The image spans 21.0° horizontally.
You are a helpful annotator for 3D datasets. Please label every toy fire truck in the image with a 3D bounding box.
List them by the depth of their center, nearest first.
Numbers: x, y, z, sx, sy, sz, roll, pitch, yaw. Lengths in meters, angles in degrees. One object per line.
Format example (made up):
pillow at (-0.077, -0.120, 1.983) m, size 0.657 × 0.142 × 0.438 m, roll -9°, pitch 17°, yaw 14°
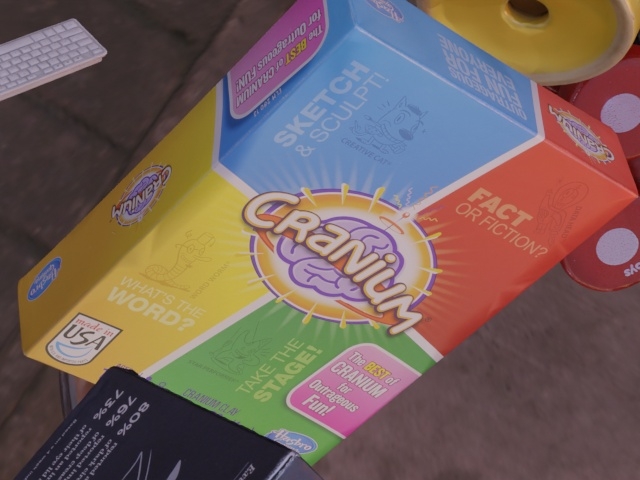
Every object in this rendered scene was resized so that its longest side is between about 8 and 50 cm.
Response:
toy fire truck at (0.315, -0.101, 1.517) m, size 0.253 × 0.169 × 0.302 m, roll -5°, pitch 120°, yaw -7°

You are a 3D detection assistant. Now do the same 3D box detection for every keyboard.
keyboard at (-0.335, -0.155, 1.677) m, size 0.256 × 0.072 × 0.014 m, roll -25°, pitch 144°, yaw -25°

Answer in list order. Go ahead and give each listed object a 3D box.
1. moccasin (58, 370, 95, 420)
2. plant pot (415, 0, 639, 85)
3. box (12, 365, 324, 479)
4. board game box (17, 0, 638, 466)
moccasin at (-0.109, 0.061, 1.477) m, size 0.147 × 0.380 × 0.139 m, roll 7°, pitch 108°, yaw 17°
plant pot at (0.174, -0.258, 1.303) m, size 0.254 × 0.254 × 0.239 m, roll 18°, pitch 61°, yaw -3°
box at (-0.075, 0.166, 0.835) m, size 0.153 × 0.207 × 0.108 m, roll -49°, pitch 118°, yaw -14°
board game box at (0.000, 0.000, 1.078) m, size 0.242 × 0.064 × 0.316 m, roll 26°, pitch 125°, yaw -33°
